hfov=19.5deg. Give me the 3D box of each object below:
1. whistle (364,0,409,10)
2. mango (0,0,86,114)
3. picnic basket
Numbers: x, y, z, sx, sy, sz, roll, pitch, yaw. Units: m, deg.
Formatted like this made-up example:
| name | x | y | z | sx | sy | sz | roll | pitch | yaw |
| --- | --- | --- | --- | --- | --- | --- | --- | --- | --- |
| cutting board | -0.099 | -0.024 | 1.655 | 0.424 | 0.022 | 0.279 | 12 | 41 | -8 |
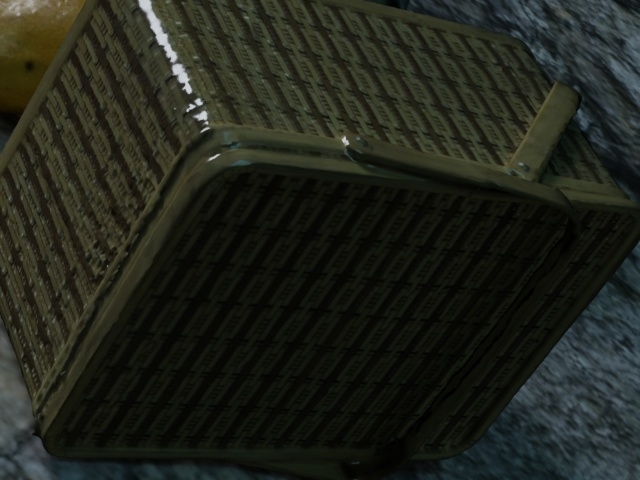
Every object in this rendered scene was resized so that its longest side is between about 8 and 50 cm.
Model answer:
| name | x | y | z | sx | sy | sz | roll | pitch | yaw |
| --- | --- | --- | --- | --- | --- | --- | --- | --- | --- |
| whistle | -0.056 | -0.298 | 1.337 | 0.404 | 0.168 | 0.188 | 53 | 31 | -3 |
| mango | -0.119 | -0.117 | 1.173 | 0.262 | 0.109 | 0.157 | 12 | 44 | -32 |
| picnic basket | 0.000 | 0.000 | 1.025 | 0.313 | 0.228 | 0.175 | 7 | 41 | -37 |
